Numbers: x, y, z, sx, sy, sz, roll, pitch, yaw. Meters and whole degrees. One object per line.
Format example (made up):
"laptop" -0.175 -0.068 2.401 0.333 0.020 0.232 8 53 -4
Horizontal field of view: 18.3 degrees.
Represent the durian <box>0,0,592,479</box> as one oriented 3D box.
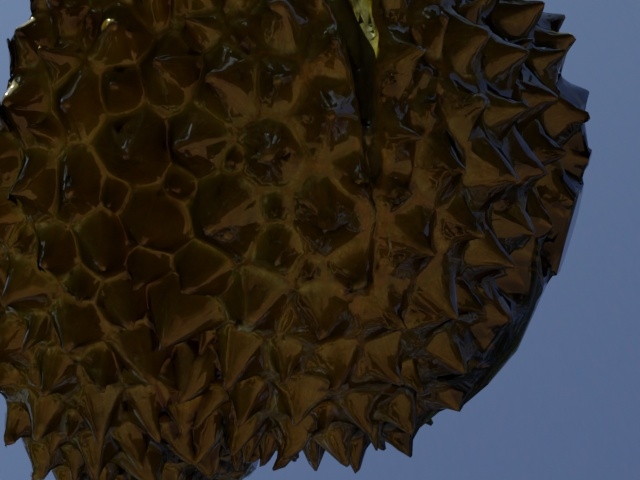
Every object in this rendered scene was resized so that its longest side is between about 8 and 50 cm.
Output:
"durian" 0.000 0.000 0.593 0.138 0.193 0.237 17 -36 16
